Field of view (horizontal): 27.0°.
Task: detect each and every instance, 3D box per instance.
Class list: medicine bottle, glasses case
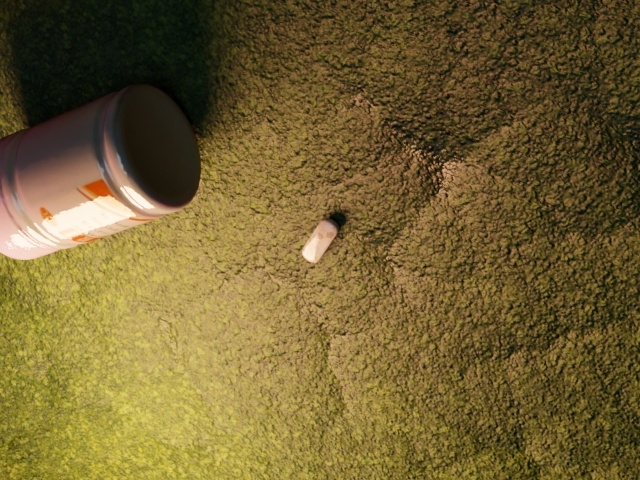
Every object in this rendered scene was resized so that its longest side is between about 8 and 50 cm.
[{"bbox_3d":[-0.361,-0.100,2.035,0.316,0.202,0.202,-17,108,31],"label":"medicine bottle"},{"bbox_3d":[0.000,0.000,2.031,0.032,0.021,0.083,38,125,5],"label":"glasses case"}]
